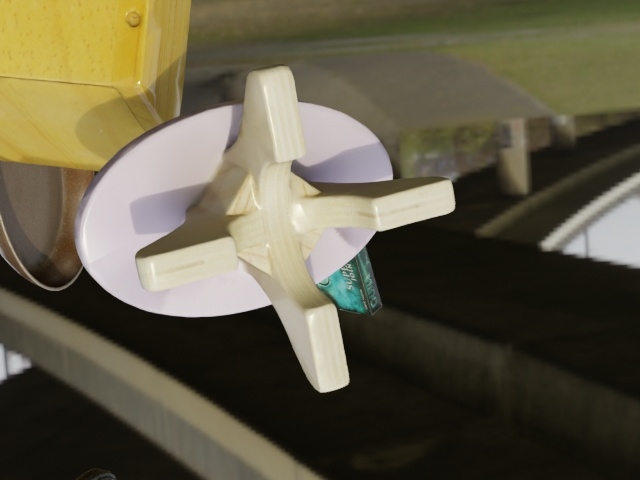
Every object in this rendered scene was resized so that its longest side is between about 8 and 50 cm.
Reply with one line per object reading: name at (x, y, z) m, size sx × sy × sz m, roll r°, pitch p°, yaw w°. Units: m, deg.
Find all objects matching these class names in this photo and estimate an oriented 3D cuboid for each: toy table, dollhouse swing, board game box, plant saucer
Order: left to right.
plant saucer at (-0.375, -0.087, 1.734) m, size 0.050 × 0.310 × 0.310 m, roll -6°, pitch -174°, yaw 12°
dollhouse swing at (-0.285, -0.237, 1.374) m, size 0.347 × 0.315 × 0.305 m, roll 6°, pitch -179°, yaw 14°
toy table at (-0.043, -0.015, 1.062) m, size 0.274 × 0.252 × 0.161 m, roll -27°, pitch -161°, yaw -16°
board game box at (0.000, 0.000, 1.632) m, size 0.126 × 0.186 × 0.026 m, roll 10°, pitch -142°, yaw 40°

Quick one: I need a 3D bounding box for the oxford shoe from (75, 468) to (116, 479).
oxford shoe at (-0.350, 0.348, 1.637) m, size 0.227 × 0.083 × 0.096 m, roll -40°, pitch -130°, yaw -2°
